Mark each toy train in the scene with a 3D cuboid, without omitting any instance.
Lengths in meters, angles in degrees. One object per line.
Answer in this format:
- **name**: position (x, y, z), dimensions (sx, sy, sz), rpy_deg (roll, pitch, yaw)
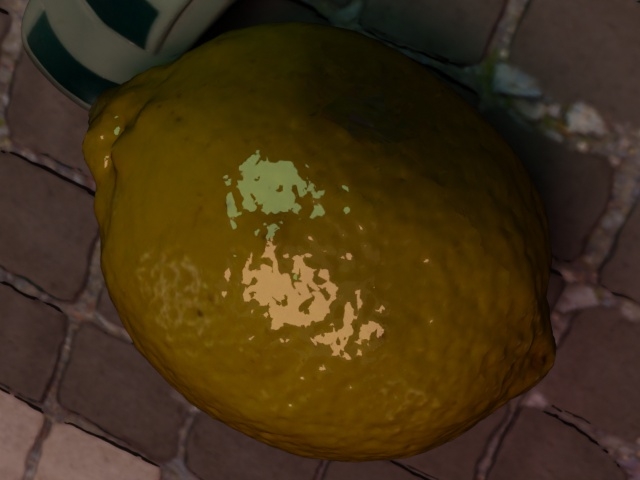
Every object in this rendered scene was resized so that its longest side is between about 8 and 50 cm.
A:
- **toy train**: position (-0.031, -0.180, 0.943), dimensions (0.086, 0.088, 0.407), rpy_deg (42, 125, -7)

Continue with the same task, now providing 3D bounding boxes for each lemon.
- **lemon**: position (0.000, 0.000, 0.969), dimensions (0.260, 0.204, 0.204), rpy_deg (31, 125, 1)
